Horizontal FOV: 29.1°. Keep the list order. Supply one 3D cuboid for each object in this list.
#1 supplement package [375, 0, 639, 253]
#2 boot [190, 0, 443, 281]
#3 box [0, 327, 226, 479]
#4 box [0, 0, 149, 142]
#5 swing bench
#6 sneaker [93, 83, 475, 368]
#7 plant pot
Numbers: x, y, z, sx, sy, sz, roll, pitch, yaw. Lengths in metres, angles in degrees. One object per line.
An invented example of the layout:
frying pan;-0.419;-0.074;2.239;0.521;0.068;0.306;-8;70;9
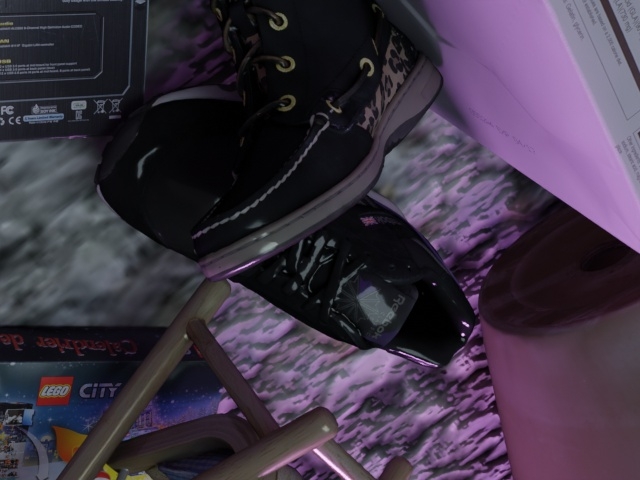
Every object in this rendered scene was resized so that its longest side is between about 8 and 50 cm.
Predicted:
supplement package;0.131;-0.146;0.674;0.145;0.262;0.204;-39;127;-5
boot;-0.035;-0.100;0.638;0.179;0.085;0.236;56;37;-13
box;-0.186;0.134;0.788;0.233;0.044;0.159;3;114;-30
box;-0.202;-0.139;0.626;0.231;0.056;0.183;-8;118;-26
swing bench;-0.059;0.209;0.766;0.254;0.165;0.253;-43;129;-1
sneaker;0.000;0.000;0.736;0.283;0.124;0.107;24;105;-47
plant pot;0.254;0.118;0.886;0.323;0.323;0.280;-34;109;-9
